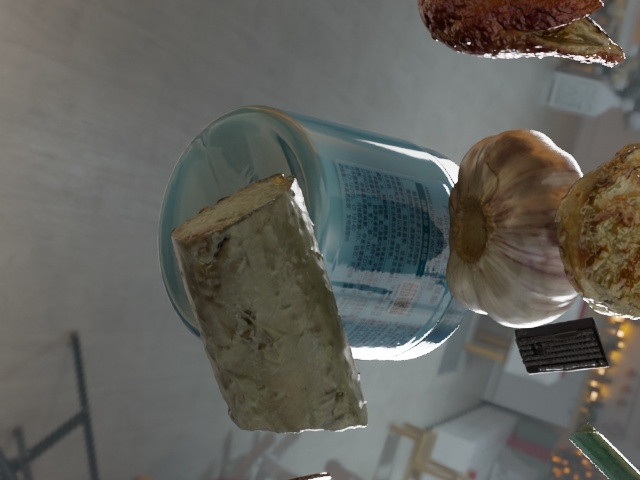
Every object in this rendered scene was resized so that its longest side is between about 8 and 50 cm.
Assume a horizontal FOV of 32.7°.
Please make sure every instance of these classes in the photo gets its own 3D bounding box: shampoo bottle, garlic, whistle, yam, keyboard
[{"bbox_3d":[0.000,0.000,1.521,0.343,0.331,0.331,8,99,-46],"label":"shampoo bottle"},{"bbox_3d":[0.284,-0.017,1.376,0.253,0.245,0.245,-3,114,-30],"label":"garlic"},{"bbox_3d":[0.401,0.312,1.418,0.039,0.186,0.039,-32,151,-20],"label":"whistle"},{"bbox_3d":[-0.054,0.089,1.215,0.168,0.168,0.304,-40,118,-58],"label":"yam"},{"bbox_3d":[0.344,0.155,1.583,0.015,0.196,0.074,-23,91,-26],"label":"keyboard"}]

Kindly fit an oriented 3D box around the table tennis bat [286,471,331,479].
[{"bbox_3d":[-0.106,0.420,1.788,0.154,0.274,0.021,11,59,-56],"label":"table tennis bat"}]

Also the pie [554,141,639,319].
[{"bbox_3d":[0.330,-0.012,1.172,0.205,0.084,0.178,-32,109,-38],"label":"pie"}]

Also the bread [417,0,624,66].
[{"bbox_3d":[0.216,-0.257,1.263,0.095,0.269,0.139,-56,136,-5],"label":"bread"}]
